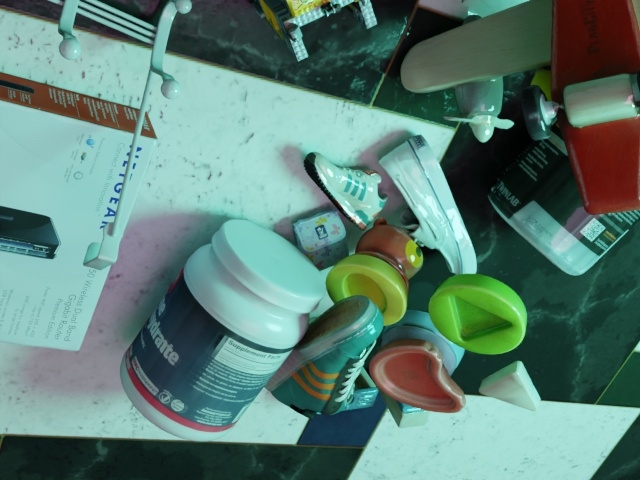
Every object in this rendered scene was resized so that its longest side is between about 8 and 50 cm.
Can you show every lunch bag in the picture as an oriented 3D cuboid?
[{"bbox_3d":[0.000,0.000,1.192,0.071,0.053,0.083,-19,124,-13],"label":"lunch bag"}]

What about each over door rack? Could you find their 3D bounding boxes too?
[{"bbox_3d":[-0.281,-0.148,0.843,0.240,0.108,0.324,19,82,-28],"label":"over door rack"}]

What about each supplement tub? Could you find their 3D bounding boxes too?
[{"bbox_3d":[0.415,-0.119,1.188,0.194,0.193,0.316,31,109,-36],"label":"supplement tub"},{"bbox_3d":[-0.136,0.126,1.136,0.191,0.191,0.272,23,112,-34],"label":"supplement tub"}]

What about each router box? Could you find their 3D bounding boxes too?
[{"bbox_3d":[-0.396,-0.034,0.983,0.301,0.082,0.335,11,119,-29],"label":"router box"}]

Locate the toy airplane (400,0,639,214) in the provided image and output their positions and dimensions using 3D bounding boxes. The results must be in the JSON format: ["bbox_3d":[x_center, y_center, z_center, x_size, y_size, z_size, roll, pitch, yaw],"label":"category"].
[{"bbox_3d":[0.338,-0.246,0.991,0.384,0.386,0.272,-49,144,2],"label":"toy airplane"}]

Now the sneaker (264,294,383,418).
[{"bbox_3d":[0.021,0.176,1.173,0.121,0.108,0.302,43,144,-4],"label":"sneaker"}]

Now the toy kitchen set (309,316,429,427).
[{"bbox_3d":[0.075,0.214,1.332,0.207,0.122,0.166,-3,125,-21],"label":"toy kitchen set"}]

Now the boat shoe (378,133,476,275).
[{"bbox_3d":[0.158,-0.038,1.216,0.084,0.095,0.258,-27,119,2],"label":"boat shoe"}]

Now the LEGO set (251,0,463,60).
[{"bbox_3d":[0.032,-0.346,0.864,0.332,0.192,0.254,-20,129,-9],"label":"LEGO set"}]

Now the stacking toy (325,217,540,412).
[{"bbox_3d":[0.184,0.110,1.194,0.280,0.130,0.308,2,132,30],"label":"stacking toy"}]

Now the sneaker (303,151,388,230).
[{"bbox_3d":[0.040,-0.086,1.152,0.075,0.057,0.161,-44,130,-2],"label":"sneaker"}]
